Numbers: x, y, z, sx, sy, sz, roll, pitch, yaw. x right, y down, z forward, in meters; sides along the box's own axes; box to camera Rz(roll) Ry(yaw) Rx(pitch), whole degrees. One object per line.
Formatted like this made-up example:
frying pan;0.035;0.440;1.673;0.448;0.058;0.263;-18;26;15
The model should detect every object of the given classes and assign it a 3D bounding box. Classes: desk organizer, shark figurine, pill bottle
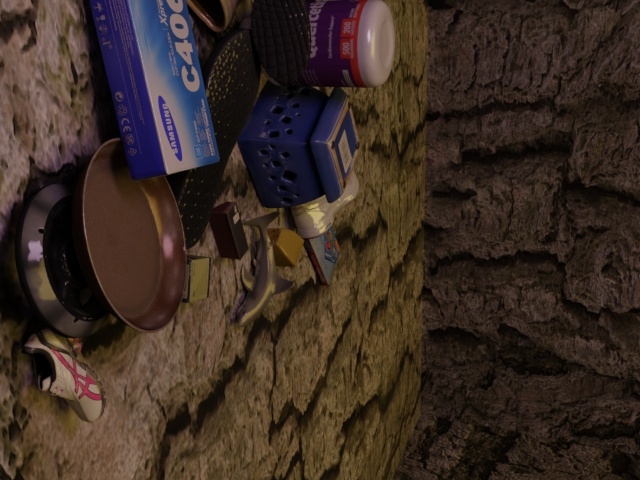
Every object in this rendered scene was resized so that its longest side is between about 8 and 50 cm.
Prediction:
desk organizer;-0.200;-0.022;1.455;0.047;0.050;0.130;-61;149;-46
shark figurine;-0.119;0.069;1.614;0.166;0.116;0.278;7;91;-71
pill bottle;-0.011;-0.426;1.458;0.181;0.323;0.181;6;90;-69

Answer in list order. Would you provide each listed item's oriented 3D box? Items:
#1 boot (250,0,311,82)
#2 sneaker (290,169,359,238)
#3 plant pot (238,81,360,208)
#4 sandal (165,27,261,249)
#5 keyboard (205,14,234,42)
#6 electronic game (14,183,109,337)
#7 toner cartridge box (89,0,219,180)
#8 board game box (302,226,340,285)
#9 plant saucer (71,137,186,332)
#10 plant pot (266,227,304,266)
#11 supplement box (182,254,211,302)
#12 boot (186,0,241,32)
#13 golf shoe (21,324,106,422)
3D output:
boot;-0.056;-0.496;1.314;0.222;0.118;0.338;-55;142;-62
sneaker;0.013;-0.142;1.866;0.305;0.114;0.152;-57;130;-43
plant pot;-0.035;-0.229;1.610;0.236;0.212;0.236;72;30;-47
sandal;-0.235;-0.205;1.276;0.445;0.107;0.167;-69;159;-3
keyboard;-0.196;-0.502;1.379;0.108;0.023;0.180;50;49;-62
electronic game;-0.367;0.029;0.988;0.229;0.048;0.229;-10;90;-76
toner cartridge box;-0.267;-0.282;1.083;0.165;0.075;0.347;-32;113;-63
board game box;0.000;0.000;2.022;0.281;0.027;0.145;69;34;-50
plant saucer;-0.303;-0.005;1.066;0.310;0.050;0.310;-9;90;-77
plant pot;-0.103;0.011;1.688;0.083;0.081;0.081;49;49;-47
supplement box;-0.261;0.074;1.313;0.083;0.056;0.083;-10;105;-69
boot;-0.202;-0.550;1.256;0.203;0.095;0.262;-62;146;-33
golf shoe;-0.389;0.208;1.009;0.086;0.067;0.186;-48;129;-48
